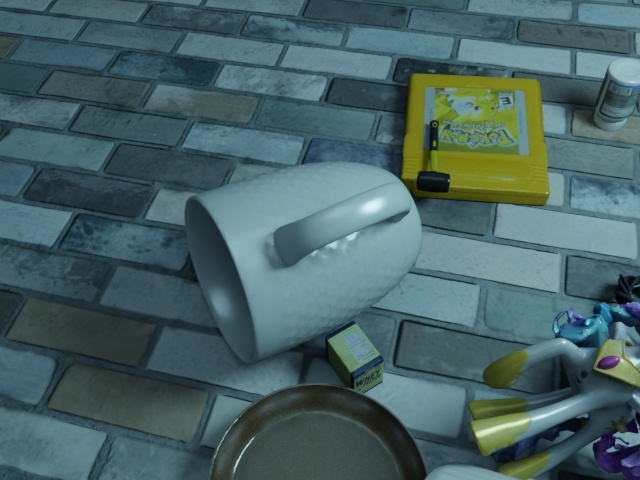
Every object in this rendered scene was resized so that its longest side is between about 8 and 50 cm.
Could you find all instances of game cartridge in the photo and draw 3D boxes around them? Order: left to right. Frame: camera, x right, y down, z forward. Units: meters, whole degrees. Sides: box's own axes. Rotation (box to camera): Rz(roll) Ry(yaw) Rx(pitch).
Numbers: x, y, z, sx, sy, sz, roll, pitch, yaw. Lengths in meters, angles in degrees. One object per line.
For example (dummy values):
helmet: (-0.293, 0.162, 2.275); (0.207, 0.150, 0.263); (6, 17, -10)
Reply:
game cartridge: (0.315, -0.217, 1.363); (0.286, 0.052, 0.323); (4, 53, 6)

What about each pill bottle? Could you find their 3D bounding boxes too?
pill bottle: (0.607, -0.294, 1.350); (0.078, 0.137, 0.078); (-2, 54, 3)

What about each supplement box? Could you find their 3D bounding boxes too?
supplement box: (0.054, 0.189, 1.051); (0.056, 0.083, 0.083); (-28, 56, -16)

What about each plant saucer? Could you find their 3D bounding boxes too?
plant saucer: (-0.003, 0.350, 0.936); (0.311, 0.050, 0.310); (3, 49, -4)

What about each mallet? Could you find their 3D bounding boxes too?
mallet: (0.211, -0.167, 1.291); (0.063, 0.039, 0.189); (0, 51, 0)

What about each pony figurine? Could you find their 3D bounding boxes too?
pony figurine: (0.393, 0.215, 0.890); (0.364, 0.351, 0.302); (-25, 49, 9)

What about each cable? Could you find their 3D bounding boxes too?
cable: (0.570, 0.115, 1.089); (0.151, 0.047, 0.184); (-19, 53, -26)

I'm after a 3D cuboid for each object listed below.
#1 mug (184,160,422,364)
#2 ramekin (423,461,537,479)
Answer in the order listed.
mug: (0.000, 0.000, 1.029); (0.328, 0.374, 0.276); (-20, 84, -22)
ramekin: (0.165, 0.394, 0.790); (0.127, 0.272, 0.272); (18, 55, 30)
